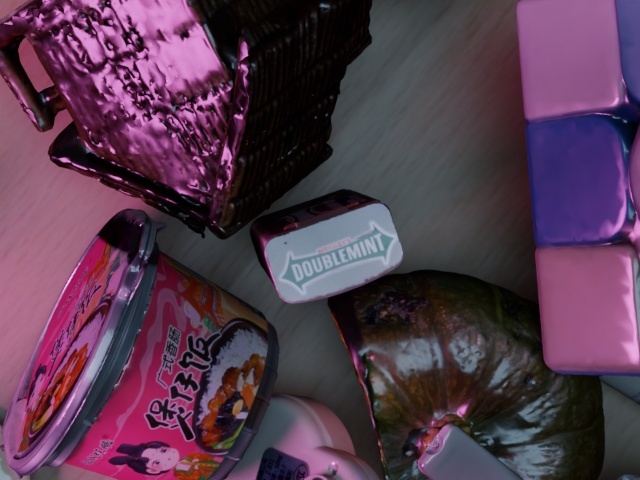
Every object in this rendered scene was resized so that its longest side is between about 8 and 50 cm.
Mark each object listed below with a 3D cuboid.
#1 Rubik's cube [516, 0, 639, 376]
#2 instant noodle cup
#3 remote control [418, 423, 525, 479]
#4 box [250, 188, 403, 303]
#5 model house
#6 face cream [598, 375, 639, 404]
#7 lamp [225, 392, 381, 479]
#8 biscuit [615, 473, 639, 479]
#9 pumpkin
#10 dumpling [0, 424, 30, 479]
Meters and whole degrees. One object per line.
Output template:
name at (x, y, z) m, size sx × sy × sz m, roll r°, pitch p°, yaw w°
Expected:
Rubik's cube at (0.413, -0.069, 1.146) m, size 0.344 × 0.346 × 0.347 m, roll -6°, pitch 91°, yaw -40°
instant noodle cup at (-0.153, 0.122, 1.219) m, size 0.181 × 0.302 × 0.258 m, roll 26°, pitch 51°, yaw -20°
remote control at (0.159, 0.224, 1.141) m, size 0.184 × 0.027 × 0.050 m, roll 40°, pitch 84°, yaw -27°
box at (0.000, 0.000, 1.225) m, size 0.120 × 0.224 × 0.069 m, roll -20°, pitch 98°, yaw -6°
model house at (-0.091, -0.177, 1.242) m, size 0.282 × 0.297 × 0.317 m, roll 56°, pitch 49°, yaw -14°
face cream at (0.402, 0.170, 1.343) m, size 0.250 × 0.077 × 0.077 m, roll 30°, pitch 89°, yaw -5°
lamp at (-0.018, 0.241, 1.242) m, size 0.108 × 0.246 × 0.179 m, roll 12°, pitch 93°, yaw -38°
biscuit at (0.247, 0.339, 1.287) m, size 0.079 × 0.186 × 0.309 m, roll 41°, pitch 88°, yaw 18°
pumpkin at (0.152, 0.166, 1.240) m, size 0.232 × 0.242 × 0.325 m, roll -20°, pitch 98°, yaw 4°
dumpling at (-0.428, 0.221, 1.242) m, size 0.175 × 0.243 × 0.227 m, roll -22°, pitch 73°, yaw 34°
